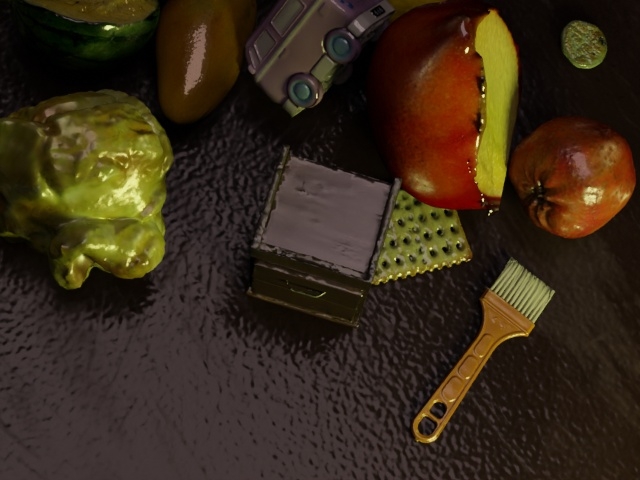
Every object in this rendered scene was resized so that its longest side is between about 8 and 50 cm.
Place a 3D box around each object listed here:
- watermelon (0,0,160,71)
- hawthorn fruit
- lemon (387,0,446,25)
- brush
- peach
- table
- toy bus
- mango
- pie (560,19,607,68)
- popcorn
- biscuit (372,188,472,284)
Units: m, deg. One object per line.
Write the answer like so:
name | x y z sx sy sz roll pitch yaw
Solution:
watermelon | -0.342 -0.307 1.833 0.232 0.127 0.204 -16 40 -36
hawthorn fruit | 0.383 -0.101 1.896 0.200 0.179 0.179 -21 76 -27
lemon | 0.139 -0.389 1.936 0.192 0.192 0.231 24 63 -2
brush | 0.224 0.164 1.853 0.090 0.017 0.314 37 69 3
peach | 0.158 -0.200 1.807 0.201 0.361 0.257 8 64 19
table | 0.000 0.000 1.756 0.169 0.193 0.172 17 71 1
toy bus | -0.007 -0.291 1.856 0.142 0.202 0.142 43 35 0
mango | -0.177 -0.280 1.873 0.138 0.113 0.253 26 65 -18
pie | 0.418 -0.311 2.057 0.085 0.017 0.085 4 71 -11
popcorn | -0.324 -0.068 1.722 0.276 0.276 0.225 44 32 6
biscuit | 0.114 -0.013 1.892 0.203 0.016 0.144 -11 74 -15
